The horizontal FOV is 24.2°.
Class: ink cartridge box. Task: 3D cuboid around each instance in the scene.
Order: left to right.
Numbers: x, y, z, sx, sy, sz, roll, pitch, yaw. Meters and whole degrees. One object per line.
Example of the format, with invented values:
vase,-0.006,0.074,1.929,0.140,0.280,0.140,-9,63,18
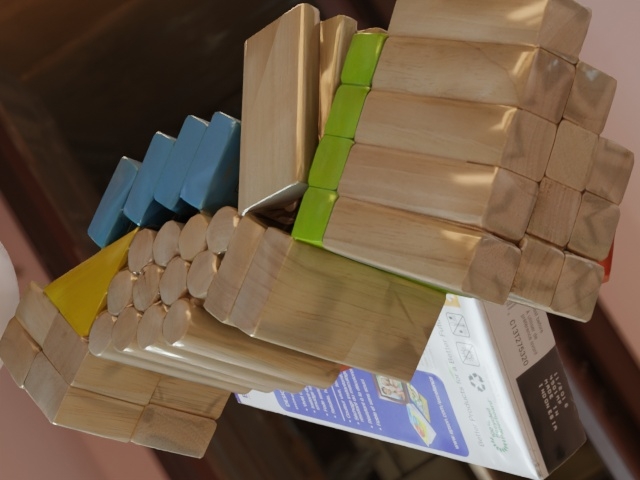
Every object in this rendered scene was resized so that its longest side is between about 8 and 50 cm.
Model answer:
ink cartridge box,0.031,0.071,1.174,0.069,0.176,0.371,-35,-156,-34

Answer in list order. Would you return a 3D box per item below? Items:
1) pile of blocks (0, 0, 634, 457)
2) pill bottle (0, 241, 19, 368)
pile of blocks,0.000,0.000,0.641,0.112,0.149,0.362,20,152,-36
pill bottle,-0.266,0.033,0.715,0.152,0.152,0.272,-33,166,19
